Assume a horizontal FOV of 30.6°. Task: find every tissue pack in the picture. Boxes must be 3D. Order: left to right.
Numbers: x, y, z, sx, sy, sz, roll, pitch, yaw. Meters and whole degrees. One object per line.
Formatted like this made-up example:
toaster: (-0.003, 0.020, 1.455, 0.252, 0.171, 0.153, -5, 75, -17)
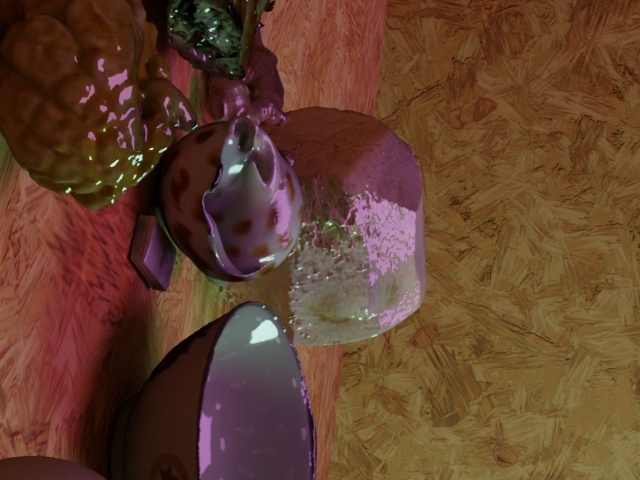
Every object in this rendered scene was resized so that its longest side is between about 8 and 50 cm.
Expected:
tissue pack: (-0.185, 0.015, 1.303, 0.108, 0.023, 0.056, 71, 27, -70)

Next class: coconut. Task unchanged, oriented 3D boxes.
coconut: (0.000, 0.000, 1.628, 0.297, 0.297, 0.309, -70, 159, -57)

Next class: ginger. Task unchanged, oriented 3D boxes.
ginger: (-0.095, -0.215, 1.489, 0.149, 0.065, 0.258, 37, 39, -50)

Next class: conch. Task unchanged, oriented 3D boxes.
conch: (-0.107, -0.035, 1.350, 0.183, 0.149, 0.275, -43, 138, -32)

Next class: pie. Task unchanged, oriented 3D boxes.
pie: (-0.091, -0.335, 1.239, 0.354, 0.103, 0.288, 89, 9, -74)

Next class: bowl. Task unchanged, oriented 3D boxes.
bowl: (-0.132, 0.238, 1.302, 0.337, 0.157, 0.337, -5, 90, -72)

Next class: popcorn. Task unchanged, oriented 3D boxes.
popcorn: (-0.180, -0.119, 0.902, 0.173, 0.142, 0.173, 24, 62, -56)

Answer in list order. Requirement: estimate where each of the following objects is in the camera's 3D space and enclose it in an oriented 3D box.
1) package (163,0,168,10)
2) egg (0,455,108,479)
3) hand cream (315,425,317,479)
package: (-0.156, -0.341, 1.187, 0.173, 0.027, 0.171, 84, 14, -75)
egg: (-0.212, 0.253, 0.769, 0.253, 0.188, 0.188, -53, 150, -59)
hand cream: (-0.091, 0.386, 1.831, 0.230, 0.149, 0.230, 6, 90, -79)
